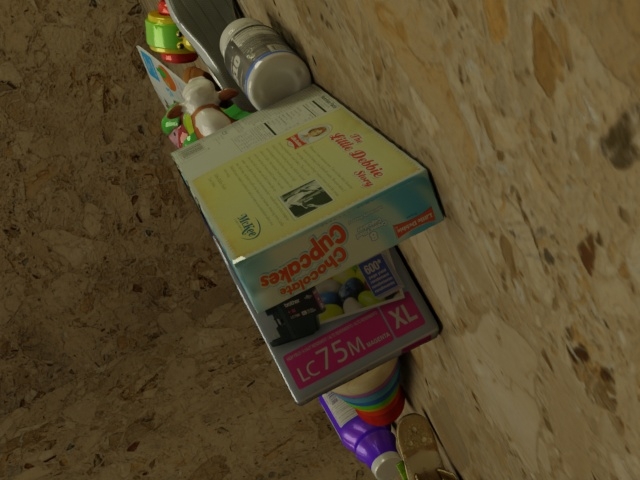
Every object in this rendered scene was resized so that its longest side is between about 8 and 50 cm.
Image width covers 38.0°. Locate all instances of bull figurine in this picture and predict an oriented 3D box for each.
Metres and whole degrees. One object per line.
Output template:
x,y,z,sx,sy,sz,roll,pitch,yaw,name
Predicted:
-0.087,-0.102,1.316,0.310,0.101,0.188,43,172,16,bull figurine

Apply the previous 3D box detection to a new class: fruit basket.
-0.212,-0.171,1.757,0.353,0.165,0.327,34,157,33,fruit basket

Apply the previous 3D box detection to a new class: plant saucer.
-0.238,-0.287,2.017,0.200,0.037,0.200,-19,-90,-78,plant saucer

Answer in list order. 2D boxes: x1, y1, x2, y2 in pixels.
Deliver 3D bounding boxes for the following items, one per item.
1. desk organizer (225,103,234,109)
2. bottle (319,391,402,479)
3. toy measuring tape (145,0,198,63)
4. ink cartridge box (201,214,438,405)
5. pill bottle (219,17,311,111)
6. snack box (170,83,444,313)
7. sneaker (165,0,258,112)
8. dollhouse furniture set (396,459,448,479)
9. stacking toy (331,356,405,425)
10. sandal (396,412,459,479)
-0.179,-0.243,1.903,0.047,0.050,0.130,66,173,-19,desk organizer
0.093,0.403,2.030,0.283,0.118,0.092,53,168,51,bottle
-0.280,-0.405,1.731,0.121,0.121,0.330,67,171,-30,toy measuring tape
-0.015,0.015,1.097,0.311,0.186,0.065,62,176,16,ink cartridge box
-0.070,-0.211,1.107,0.137,0.078,0.078,55,169,50,pill bottle
-0.030,-0.058,0.929,0.060,0.187,0.322,67,173,-28,snack box
-0.156,-0.297,1.349,0.258,0.094,0.091,63,169,-6,sneaker
0.181,0.399,1.583,0.151,0.076,0.058,62,-174,22,dollhouse furniture set
0.080,0.220,1.496,0.141,0.141,0.330,60,179,28,stacking toy
0.181,0.391,1.456,0.079,0.088,0.240,78,170,-86,sandal
